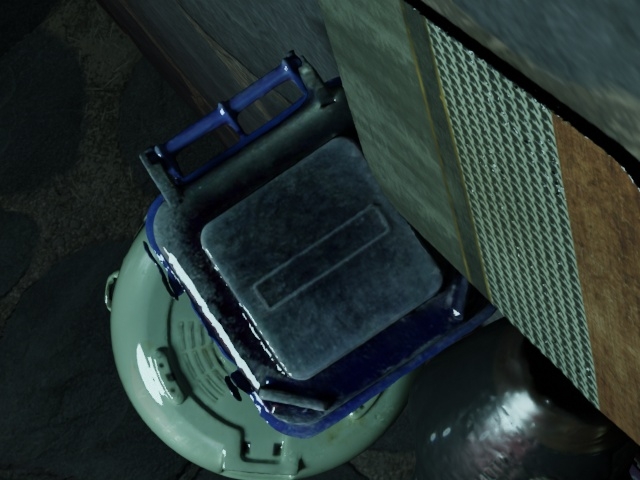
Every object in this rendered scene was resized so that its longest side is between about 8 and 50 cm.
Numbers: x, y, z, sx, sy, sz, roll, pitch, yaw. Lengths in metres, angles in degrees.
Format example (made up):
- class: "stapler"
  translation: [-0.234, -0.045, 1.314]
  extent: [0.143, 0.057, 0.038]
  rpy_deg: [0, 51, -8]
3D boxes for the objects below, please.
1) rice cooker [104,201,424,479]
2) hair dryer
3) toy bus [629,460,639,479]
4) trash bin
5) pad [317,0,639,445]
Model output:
- class: "rice cooker"
  translation: [-0.047, 0.066, 1.242]
  extent: [0.288, 0.288, 0.277]
  rpy_deg: [50, 178, -5]
- class: "hair dryer"
  translation: [0.190, 0.195, 0.739]
  extent: [0.359, 0.120, 0.304]
  rpy_deg: [36, 150, 12]
- class: "toy bus"
  translation: [0.172, 0.174, 0.904]
  extent: [0.199, 0.108, 0.096]
  rpy_deg: [49, 177, 11]
- class: "trash bin"
  translation: [0.000, 0.000, 0.841]
  extent: [0.184, 0.162, 0.234]
  rpy_deg: [57, -177, 2]
- class: "pad"
  translation: [0.063, 0.047, 0.618]
  extent: [0.250, 0.055, 0.323]
  rpy_deg: [46, 143, 46]
